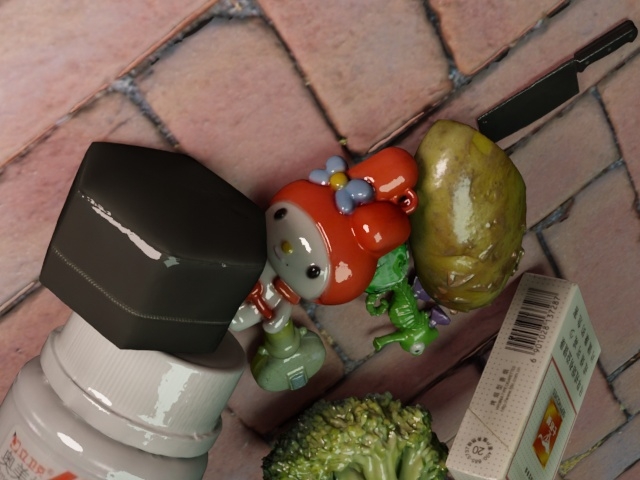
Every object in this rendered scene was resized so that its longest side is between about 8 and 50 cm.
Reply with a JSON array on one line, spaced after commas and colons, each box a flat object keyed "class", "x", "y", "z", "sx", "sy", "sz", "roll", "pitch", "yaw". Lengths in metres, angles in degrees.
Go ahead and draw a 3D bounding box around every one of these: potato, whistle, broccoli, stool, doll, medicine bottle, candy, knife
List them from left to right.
[{"class": "medicine bottle", "x": -0.243, "y": 0.216, "z": 1.426, "sx": 0.245, "sy": 0.245, "sz": 0.306, "roll": 18, "pitch": 108, "yaw": -44}, {"class": "stool", "x": -0.175, "y": 0.007, "z": 1.309, "sx": 0.232, "sy": 0.232, "sz": 0.141, "roll": 6, "pitch": 126, "yaw": -39}, {"class": "whistle", "x": -0.044, "y": 0.143, "z": 1.614, "sx": 0.104, "sy": 0.057, "sz": 0.198, "roll": -25, "pitch": 155, "yaw": -8}, {"class": "candy", "x": -0.042, "y": 0.049, "z": 1.557, "sx": 0.323, "sy": 0.097, "sz": 0.097, "roll": -16, "pitch": 135, "yaw": -14}, {"class": "doll", "x": 0.000, "y": 0.000, "z": 1.473, "sx": 0.290, "sy": 0.161, "sz": 0.130, "roll": -32, "pitch": 164, "yaw": 6}, {"class": "broccoli", "x": 0.078, "y": 0.379, "z": 1.711, "sx": 0.353, "sy": 0.397, "sz": 0.275, "roll": 24, "pitch": 115, "yaw": -3}, {"class": "doll", "x": 0.116, "y": 0.104, "z": 1.733, "sx": 0.115, "sy": 0.050, "sz": 0.190, "roll": -39, "pitch": 138, "yaw": -9}, {"class": "potato", "x": 0.187, "y": -0.031, "z": 1.582, "sx": 0.176, "sy": 0.141, "sz": 0.298, "roll": -53, "pitch": 151, "yaw": -33}, {"class": "knife", "x": 0.312, "y": -0.203, "z": 1.619, "sx": 0.245, "sy": 0.019, "sz": 0.072, "roll": -32, "pitch": 143, "yaw": -2}]

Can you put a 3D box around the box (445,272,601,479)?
[{"class": "box", "x": 0.308, "y": 0.243, "z": 1.842, "sx": 0.330, "sy": 0.095, "sz": 0.210, "roll": -65, "pitch": 146, "yaw": -24}]
